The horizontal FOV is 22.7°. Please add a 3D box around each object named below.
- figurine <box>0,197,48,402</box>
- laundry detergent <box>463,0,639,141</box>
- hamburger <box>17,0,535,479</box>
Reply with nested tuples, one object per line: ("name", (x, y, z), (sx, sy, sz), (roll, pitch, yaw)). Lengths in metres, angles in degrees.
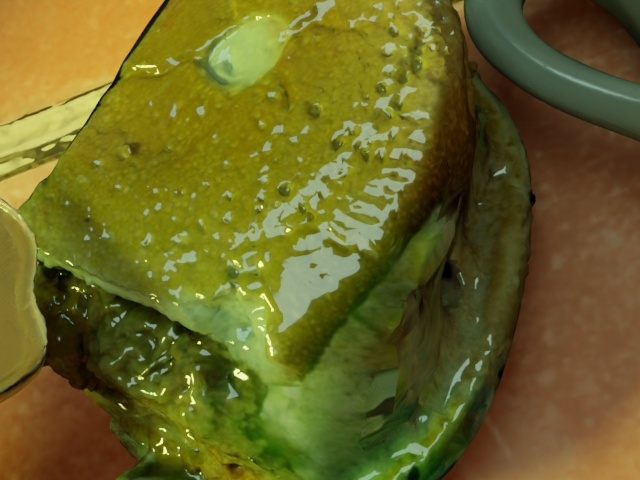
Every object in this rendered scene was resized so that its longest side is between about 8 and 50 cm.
("figurine", (-0.206, 0.103, 0.671), (0.208, 0.257, 0.181), (11, 42, -5))
("laundry detergent", (0.179, -0.135, 0.739), (0.280, 0.105, 0.215), (34, 74, 23))
("hamburger", (0.000, 0.000, 0.700), (0.192, 0.167, 0.288), (28, 77, 25))
